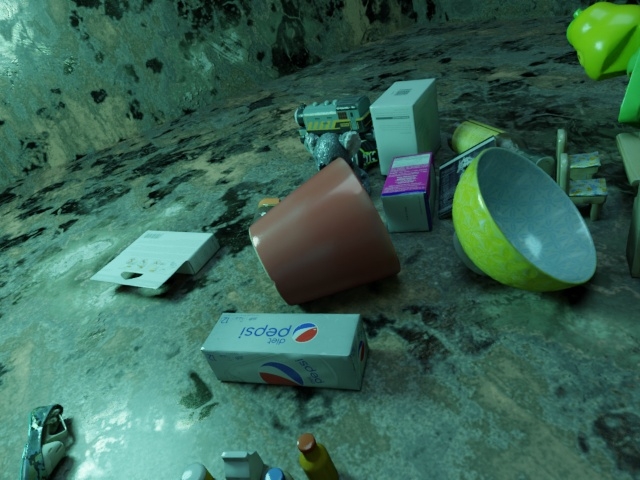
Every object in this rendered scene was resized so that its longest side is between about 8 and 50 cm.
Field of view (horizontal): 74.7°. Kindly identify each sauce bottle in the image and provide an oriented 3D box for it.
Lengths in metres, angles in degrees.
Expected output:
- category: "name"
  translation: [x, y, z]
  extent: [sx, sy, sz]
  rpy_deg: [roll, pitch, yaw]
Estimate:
- category: "sauce bottle"
  translation: [0.483, -0.246, 1.151]
  extent: [0.112, 0.111, 0.344]
  rpy_deg: [-22, 32, -6]

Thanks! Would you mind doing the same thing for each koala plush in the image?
- category: "koala plush"
  translation: [0.042, -0.211, 1.203]
  extent: [0.196, 0.221, 0.203]
  rpy_deg: [6, 39, 33]

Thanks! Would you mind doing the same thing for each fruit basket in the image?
- category: "fruit basket"
  translation: [0.770, -0.425, 1.016]
  extent: [0.392, 0.282, 0.392]
  rpy_deg: [7, 18, -2]

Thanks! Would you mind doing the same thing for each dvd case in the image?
- category: "dvd case"
  translation: [0.377, -0.164, 1.070]
  extent: [0.165, 0.018, 0.221]
  rpy_deg: [-29, 31, 37]

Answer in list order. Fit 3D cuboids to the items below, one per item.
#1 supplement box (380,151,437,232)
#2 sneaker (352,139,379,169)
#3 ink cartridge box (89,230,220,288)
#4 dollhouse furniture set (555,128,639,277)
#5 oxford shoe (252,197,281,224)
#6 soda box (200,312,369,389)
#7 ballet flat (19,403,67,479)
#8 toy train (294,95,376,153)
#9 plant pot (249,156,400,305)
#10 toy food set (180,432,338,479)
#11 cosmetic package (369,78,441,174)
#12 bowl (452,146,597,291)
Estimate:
- category: "supplement box"
  translation: [0.237, -0.129, 1.090]
  extent: [0.114, 0.111, 0.220]
  rpy_deg: [-3, 35, 23]
- category: "sneaker"
  translation: [0.158, -0.288, 1.380]
  extent: [0.097, 0.084, 0.234]
  rpy_deg: [4, 29, 16]
- category: "ink cartridge box"
  translation: [-0.461, 0.063, 1.183]
  extent: [0.275, 0.060, 0.239]
  rpy_deg: [3, 39, 28]
- category: "dollhouse furniture set"
  translation: [0.658, -0.151, 0.786]
  extent: [0.362, 0.256, 0.394]
  rpy_deg: [1, 37, 26]
- category: "oxford shoe"
  translation: [-0.073, -0.061, 1.175]
  extent: [0.272, 0.097, 0.098]
  rpy_deg: [-2, 52, 34]
- category: "soda box"
  translation: [-0.064, 0.197, 0.761]
  extent: [0.287, 0.091, 0.098]
  rpy_deg: [-4, 34, 20]
- category: "ballet flat"
  translation: [-0.488, 0.362, 0.746]
  extent: [0.070, 0.070, 0.188]
  rpy_deg: [-27, 37, -14]
- category: "toy train"
  translation: [0.055, -0.428, 1.553]
  extent: [0.334, 0.190, 0.142]
  rpy_deg: [8, 40, 34]
- category: "plant pot"
  translation: [0.000, 0.000, 0.894]
  extent: [0.243, 0.274, 0.275]
  rpy_deg: [-28, 33, 1]
- category: "toy food set"
  translation: [-0.103, 0.329, 0.567]
  extent: [0.232, 0.104, 0.111]
  rpy_deg: [-7, 34, 16]
- category: "cosmetic package"
  translation: [0.273, -0.350, 1.301]
  extent: [0.138, 0.224, 0.224]
  rpy_deg: [7, 40, 30]
- category: "bowl"
  translation: [0.348, -0.017, 0.796]
  extent: [0.156, 0.289, 0.289]
  rpy_deg: [-46, 5, 48]
